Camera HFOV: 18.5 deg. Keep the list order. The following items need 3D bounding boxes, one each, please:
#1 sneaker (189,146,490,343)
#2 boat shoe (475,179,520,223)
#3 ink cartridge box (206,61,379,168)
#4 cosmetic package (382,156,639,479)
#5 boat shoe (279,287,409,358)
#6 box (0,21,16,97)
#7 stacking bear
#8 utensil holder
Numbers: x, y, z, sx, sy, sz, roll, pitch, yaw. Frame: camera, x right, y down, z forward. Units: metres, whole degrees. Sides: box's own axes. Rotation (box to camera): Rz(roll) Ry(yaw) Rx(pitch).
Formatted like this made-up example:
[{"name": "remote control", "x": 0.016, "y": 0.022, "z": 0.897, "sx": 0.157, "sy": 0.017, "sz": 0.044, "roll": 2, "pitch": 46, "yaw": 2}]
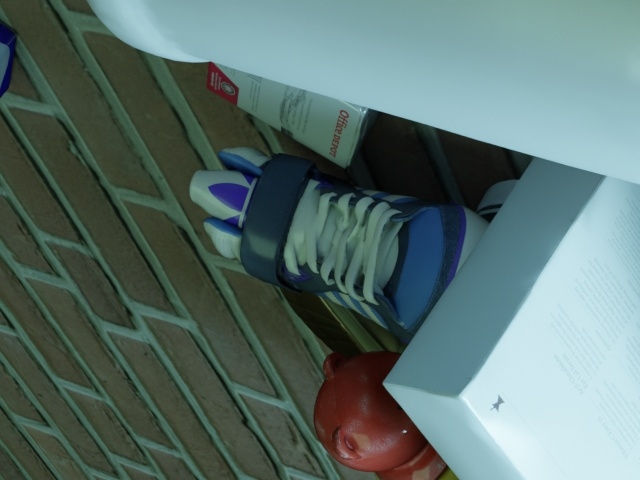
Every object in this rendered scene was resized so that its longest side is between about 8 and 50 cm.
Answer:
[{"name": "sneaker", "x": 0.000, "y": -0.001, "z": 1.718, "sx": 0.236, "sy": 0.130, "sz": 0.323, "roll": 16, "pitch": -177, "yaw": -14}, {"name": "boat shoe", "x": 0.149, "y": 0.042, "z": 1.784, "sx": 0.108, "sy": 0.102, "sz": 0.301, "roll": 36, "pitch": 155, "yaw": -3}, {"name": "ink cartridge box", "x": -0.019, "y": -0.143, "z": 1.709, "sx": 0.150, "sy": 0.063, "sz": 0.109, "roll": 30, "pitch": 155, "yaw": 7}, {"name": "cosmetic package", "x": 0.245, "y": 0.131, "z": 1.617, "sx": 0.097, "sy": 0.284, "sz": 0.377, "roll": 4, "pitch": 140, "yaw": 47}, {"name": "boat shoe", "x": 0.072, "y": 0.089, "z": 1.972, "sx": 0.302, "sy": 0.098, "sz": 0.109, "roll": 45, "pitch": 166, "yaw": -25}, {"name": "box", "x": -0.384, "y": -0.158, "z": 2.031, "sx": 0.072, "sy": 0.137, "sz": 0.126, "roll": 32, "pitch": 155, "yaw": 1}, {"name": "stacking bear", "x": 0.115, "y": 0.185, "z": 1.847, "sx": 0.164, "sy": 0.175, "sz": 0.289, "roll": -25, "pitch": 144, "yaw": 38}, {"name": "utensil holder", "x": 0.097, "y": -0.220, "z": 1.145, "sx": 0.385, "sy": 0.327, "sz": 0.327, "roll": 19, "pitch": 150, "yaw": 25}]
